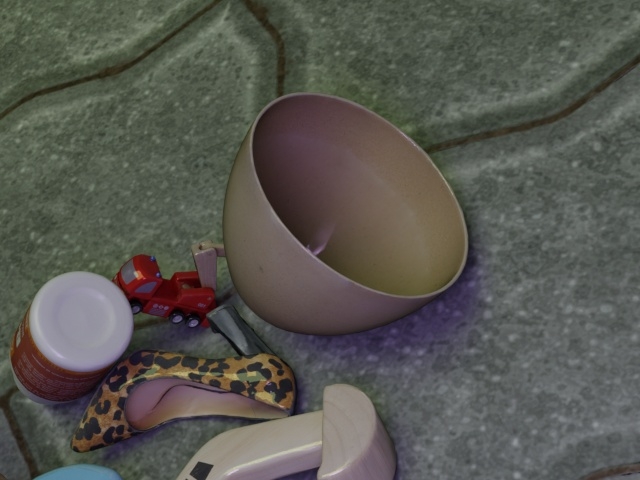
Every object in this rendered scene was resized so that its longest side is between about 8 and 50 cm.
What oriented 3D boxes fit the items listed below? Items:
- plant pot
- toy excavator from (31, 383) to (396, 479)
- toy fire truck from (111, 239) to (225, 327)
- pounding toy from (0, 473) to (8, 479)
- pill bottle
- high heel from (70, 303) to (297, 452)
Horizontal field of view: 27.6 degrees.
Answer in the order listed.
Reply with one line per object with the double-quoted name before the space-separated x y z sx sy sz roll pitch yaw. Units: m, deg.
"plant pot" 0.000 0.000 1.494 0.191 0.284 0.284 -49 37 39
"toy excavator" -0.186 0.321 1.390 0.433 0.222 0.445 5 49 32
"toy fire truck" -0.145 0.043 1.593 0.135 0.192 0.047 -51 42 26
"pounding toy" -0.450 0.289 1.550 0.206 0.181 0.094 28 74 39
"pill bottle" -0.307 0.126 1.568 0.216 0.121 0.121 -45 26 58
"high heel" -0.159 0.202 1.518 0.261 0.093 0.186 -37 47 -8
